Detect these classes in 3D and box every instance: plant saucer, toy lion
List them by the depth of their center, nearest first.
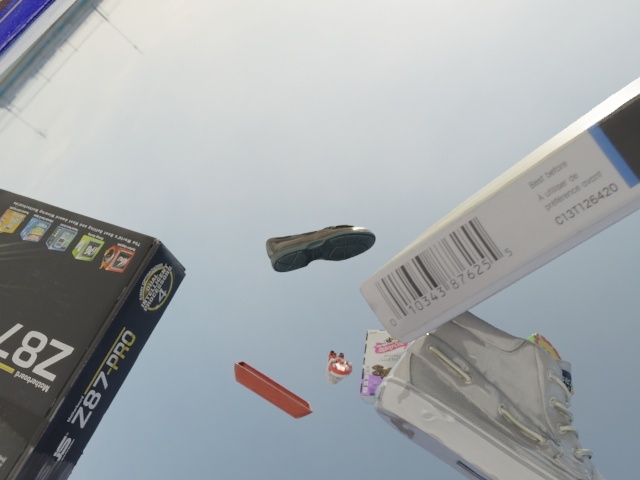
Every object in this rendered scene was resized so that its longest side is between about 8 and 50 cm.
[{"bbox_3d":[0.355,0.192,0.926,0.034,0.096,0.100,-44,-109,29],"label":"toy lion"},{"bbox_3d":[-0.146,0.443,1.762,0.048,0.258,0.259,-58,177,-11],"label":"plant saucer"}]

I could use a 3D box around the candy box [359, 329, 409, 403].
[{"bbox_3d":[0.202,0.344,1.633,0.164,0.070,0.196,-5,-127,21],"label":"candy box"}]

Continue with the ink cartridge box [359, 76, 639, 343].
[{"bbox_3d":[0.210,-0.060,0.499,0.303,0.072,0.307,-39,177,28],"label":"ink cartridge box"}]

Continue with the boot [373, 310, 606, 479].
[{"bbox_3d":[0.178,0.150,0.466,0.258,0.095,0.123,33,-110,12],"label":"boot"}]

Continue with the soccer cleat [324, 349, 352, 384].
[{"bbox_3d":[0.019,0.154,0.701,0.083,0.029,0.036,-155,-102,-84],"label":"soccer cleat"}]

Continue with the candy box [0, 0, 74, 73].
[{"bbox_3d":[-0.203,-0.268,0.259,0.268,0.317,0.122,-43,-154,3],"label":"candy box"}]

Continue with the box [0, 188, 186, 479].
[{"bbox_3d":[-0.412,0.098,0.742,0.394,0.097,0.318,17,-114,22],"label":"box"}]

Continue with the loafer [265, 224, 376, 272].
[{"bbox_3d":[0.000,0.000,1.413,0.267,0.096,0.084,-12,-131,-21],"label":"loafer"}]
